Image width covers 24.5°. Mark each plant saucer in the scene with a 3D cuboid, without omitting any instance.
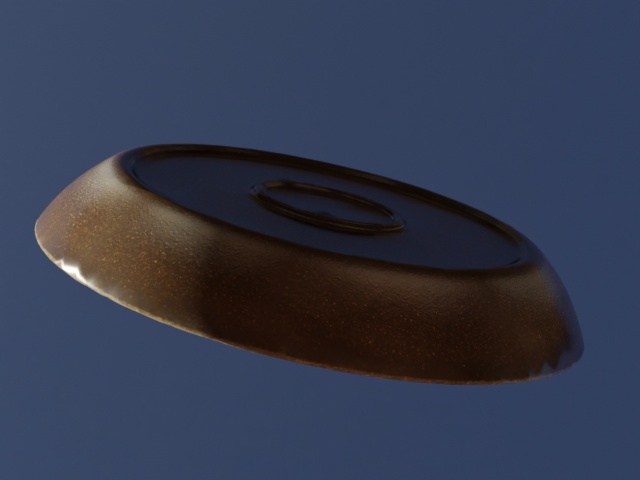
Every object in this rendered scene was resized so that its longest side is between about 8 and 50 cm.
[{"bbox_3d":[0.000,0.000,0.822,0.311,0.310,0.050,12,-78,-4],"label":"plant saucer"}]
